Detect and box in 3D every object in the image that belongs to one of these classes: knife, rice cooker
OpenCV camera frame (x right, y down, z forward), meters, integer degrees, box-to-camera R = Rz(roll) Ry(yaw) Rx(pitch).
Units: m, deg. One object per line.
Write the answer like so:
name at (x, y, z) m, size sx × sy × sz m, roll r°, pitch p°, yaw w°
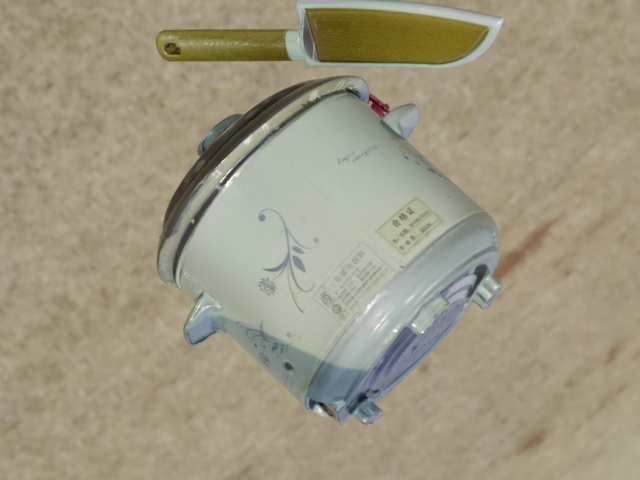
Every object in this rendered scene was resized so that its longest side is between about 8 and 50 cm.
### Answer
knife at (-0.004, -0.168, 1.263) m, size 0.027 × 0.343 × 0.061 m, roll -48°, pitch 133°, yaw -43°
rice cooker at (0.000, 0.000, 1.423) m, size 0.316 × 0.317 × 0.264 m, roll -39°, pitch 166°, yaw -5°

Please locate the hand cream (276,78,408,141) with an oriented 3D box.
hand cream at (0.004, -0.087, 1.717) m, size 0.193 × 0.193 × 0.125 m, roll -43°, pitch -178°, yaw 5°
